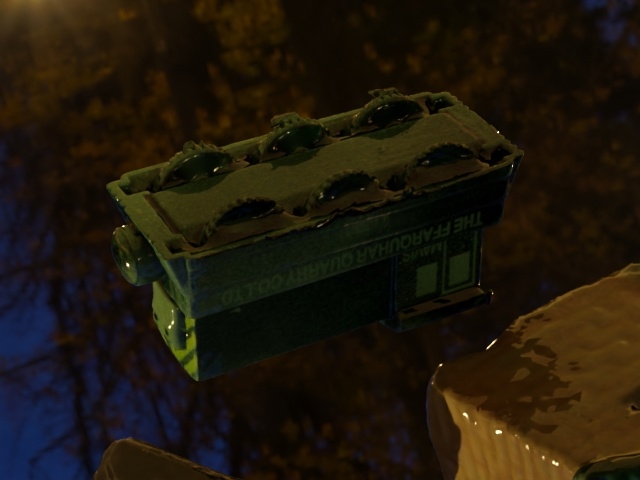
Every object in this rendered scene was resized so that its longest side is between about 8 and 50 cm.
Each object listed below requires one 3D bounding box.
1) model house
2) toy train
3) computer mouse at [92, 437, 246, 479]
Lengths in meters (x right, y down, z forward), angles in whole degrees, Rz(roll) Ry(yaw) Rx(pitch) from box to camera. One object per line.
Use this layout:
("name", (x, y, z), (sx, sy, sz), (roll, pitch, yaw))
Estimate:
("model house", (0.292, 0.248, 1.186), (0.334, 0.382, 0.342), (-28, -154, -21))
("toy train", (0.000, 0.000, 1.255), (0.330, 0.178, 0.138), (-17, -142, -22))
("computer mouse", (-0.070, 0.249, 1.356), (0.170, 0.100, 0.269), (12, 168, 34))
